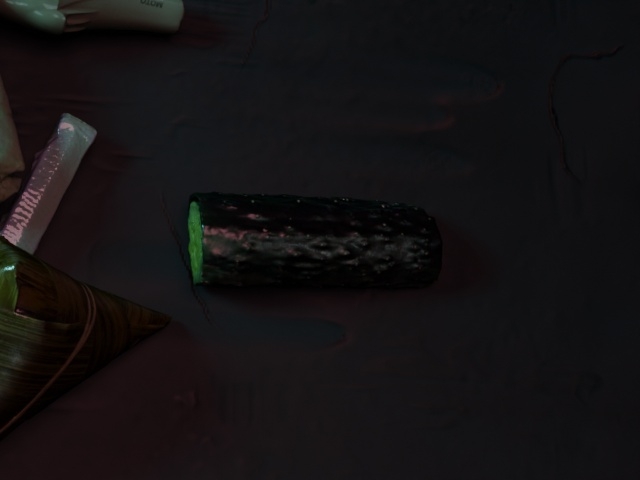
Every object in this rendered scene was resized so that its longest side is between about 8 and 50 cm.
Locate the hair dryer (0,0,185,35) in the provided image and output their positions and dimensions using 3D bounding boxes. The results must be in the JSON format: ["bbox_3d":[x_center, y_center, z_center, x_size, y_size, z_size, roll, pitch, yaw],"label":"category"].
[{"bbox_3d":[-0.187,-0.242,1.119,0.167,0.067,0.199,20,54,-22],"label":"hair dryer"}]

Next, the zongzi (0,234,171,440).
[{"bbox_3d":[-0.212,0.110,0.997,0.184,0.084,0.187,28,94,-51],"label":"zongzi"}]

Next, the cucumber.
[{"bbox_3d":[0.001,-0.002,1.094,0.211,0.062,0.078,0,74,-19],"label":"cucumber"}]

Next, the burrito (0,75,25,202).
[{"bbox_3d":[-0.295,-0.162,1.025,0.096,0.066,0.309,-16,81,18],"label":"burrito"}]

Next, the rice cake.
[{"bbox_3d":[-0.227,-0.019,1.038,0.042,0.030,0.180,30,67,-14],"label":"rice cake"}]
